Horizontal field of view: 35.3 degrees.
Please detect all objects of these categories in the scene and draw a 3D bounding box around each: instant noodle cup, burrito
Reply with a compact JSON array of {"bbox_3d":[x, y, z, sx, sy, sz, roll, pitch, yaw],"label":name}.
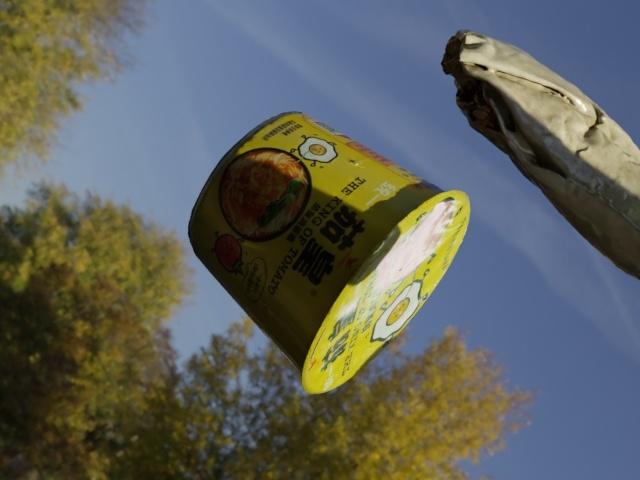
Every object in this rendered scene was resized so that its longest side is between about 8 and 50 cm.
[{"bbox_3d":[0.000,0.000,1.322,0.254,0.325,0.325,39,-28,21],"label":"instant noodle cup"},{"bbox_3d":[0.239,-0.032,0.800,0.392,0.117,0.076,44,-56,11],"label":"burrito"}]
